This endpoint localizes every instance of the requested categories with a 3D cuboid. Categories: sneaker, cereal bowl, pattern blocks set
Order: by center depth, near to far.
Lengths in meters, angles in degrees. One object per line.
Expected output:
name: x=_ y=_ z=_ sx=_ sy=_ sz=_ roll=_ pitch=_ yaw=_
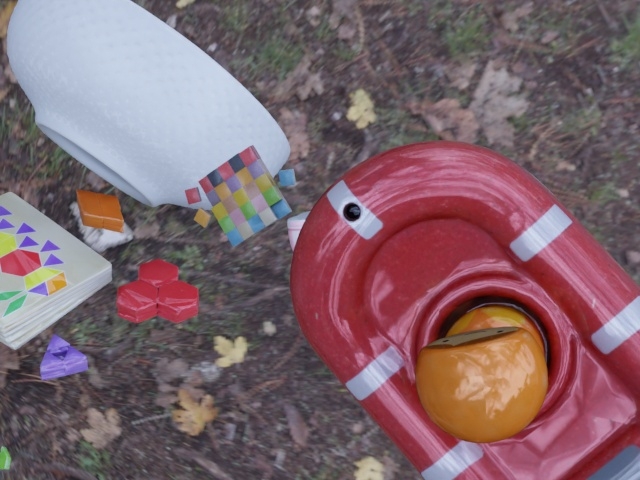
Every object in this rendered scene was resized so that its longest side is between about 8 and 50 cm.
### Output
pattern blocks set: x=-0.309 y=0.027 z=1.089 sx=0.285 sy=0.026 sz=0.325 roll=-25 pitch=48 yaw=-34
cereal bowl: x=-0.209 y=-0.139 z=1.218 sx=0.339 sy=0.339 sz=0.141 roll=37 pitch=81 yaw=-10
sneaker: x=0.000 y=0.000 z=1.297 sx=0.051 sy=0.134 sz=0.070 roll=-6 pitch=97 yaw=22

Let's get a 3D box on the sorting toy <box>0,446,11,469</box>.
sorting toy: x=-0.282 y=0.165 z=0.935 sx=0.012 sy=0.062 sz=0.083 roll=-18 pitch=64 yaw=-29

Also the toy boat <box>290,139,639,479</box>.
toy boat: x=0.082 y=0.056 z=0.539 sx=0.151 sy=0.151 sz=0.231 roll=-43 pitch=83 yaw=12

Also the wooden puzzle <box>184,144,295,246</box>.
wooden puzzle: x=-0.050 y=-0.028 z=0.704 sx=0.049 sy=0.083 sz=0.006 roll=60 pitch=30 yaw=2
